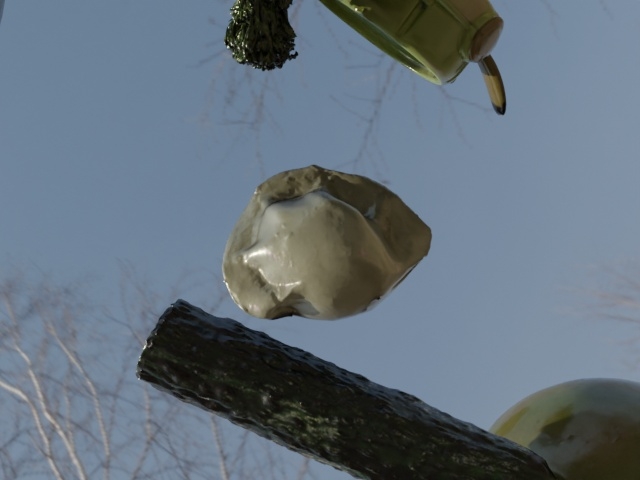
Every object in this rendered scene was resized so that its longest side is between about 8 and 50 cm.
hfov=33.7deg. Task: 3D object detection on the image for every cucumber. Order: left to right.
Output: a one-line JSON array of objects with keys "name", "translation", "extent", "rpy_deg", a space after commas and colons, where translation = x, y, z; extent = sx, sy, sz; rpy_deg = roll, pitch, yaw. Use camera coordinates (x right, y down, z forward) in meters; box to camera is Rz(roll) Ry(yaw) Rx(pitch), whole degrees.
[{"name": "cucumber", "translation": [0.018, 0.118, 0.693], "extent": [0.067, 0.293, 0.067], "rpy_deg": [21, -90, -76]}]

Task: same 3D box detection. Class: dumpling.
[{"name": "dumpling", "translation": [-0.001, 0.000, 0.960], "extent": [0.092, 0.176, 0.150], "rpy_deg": [-7, -105, -62]}]

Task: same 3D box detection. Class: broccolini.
[{"name": "broccolini", "translation": [-0.040, -0.233, 0.712], "extent": [0.051, 0.054, 0.239], "rpy_deg": [-15, -66, -42]}]

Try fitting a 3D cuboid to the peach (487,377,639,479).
[{"name": "peach", "translation": [0.217, 0.249, 0.761], "extent": [0.292, 0.247, 0.292], "rpy_deg": [31, -128, -50]}]

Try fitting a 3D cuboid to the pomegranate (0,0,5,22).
[{"name": "pomegranate", "translation": [-0.450, -0.219, 0.907], "extent": [0.291, 0.323, 0.291], "rpy_deg": [0, -90, -69]}]

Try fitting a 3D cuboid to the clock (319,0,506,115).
[{"name": "clock", "translation": [0.065, -0.181, 0.818], "extent": [0.232, 0.170, 0.069], "rpy_deg": [33, -84, -38]}]
